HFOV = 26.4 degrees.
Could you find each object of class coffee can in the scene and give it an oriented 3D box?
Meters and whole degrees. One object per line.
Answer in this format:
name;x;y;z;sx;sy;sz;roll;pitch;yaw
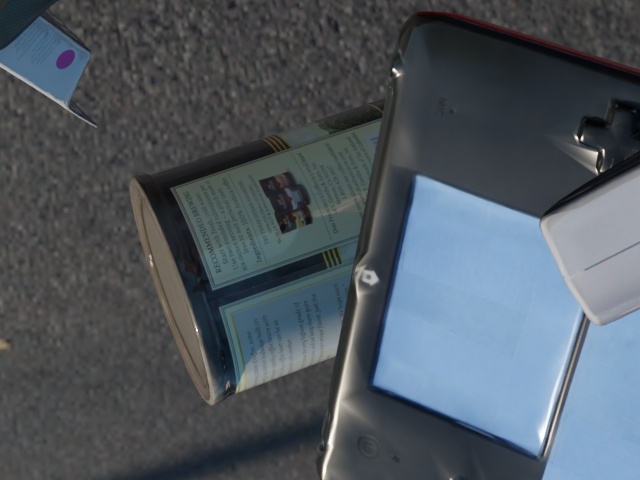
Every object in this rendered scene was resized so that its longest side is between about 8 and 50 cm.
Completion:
coffee can;0.000;0.000;1.167;0.275;0.201;0.201;-19;151;-13

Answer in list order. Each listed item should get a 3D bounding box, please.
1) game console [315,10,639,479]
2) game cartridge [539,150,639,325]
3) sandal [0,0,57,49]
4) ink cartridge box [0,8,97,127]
game console;0.175;0.071;0.890;0.342;0.060;0.387;19;120;14
game cartridge;0.204;-0.046;0.590;0.196;0.060;0.294;-25;180;29
sandal;-0.202;-0.222;0.995;0.219;0.060;0.090;-47;116;4
ink cartridge box;-0.309;-0.220;1.145;0.069;0.176;0.371;-47;157;1
